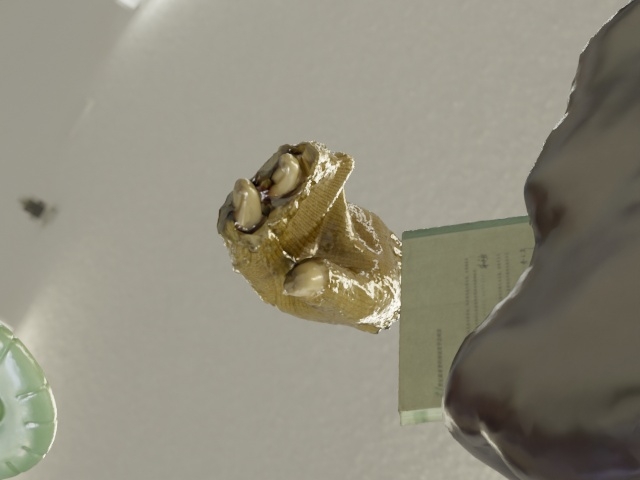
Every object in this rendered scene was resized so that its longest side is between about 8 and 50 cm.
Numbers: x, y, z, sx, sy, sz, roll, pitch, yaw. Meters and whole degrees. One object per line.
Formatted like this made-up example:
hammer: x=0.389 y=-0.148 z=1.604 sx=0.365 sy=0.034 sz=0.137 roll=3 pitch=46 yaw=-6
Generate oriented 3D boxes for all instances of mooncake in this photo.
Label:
mooncake: x=0.260 y=0.011 z=0.790 sx=0.381 sy=0.212 sz=0.351 roll=-55 pitch=-159 yaw=-14

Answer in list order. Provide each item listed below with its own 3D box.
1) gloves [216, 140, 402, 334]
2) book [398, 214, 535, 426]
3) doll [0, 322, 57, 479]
gloves: x=-0.010 y=0.007 z=1.723 sx=0.155 sy=0.356 sz=0.203 roll=-14 pitch=-117 yaw=17
book: x=0.208 y=0.057 z=1.338 sx=0.283 sy=0.025 sz=0.214 roll=-7 pitch=-130 yaw=15
doll: x=-0.365 y=0.098 z=1.200 sx=0.284 sy=0.268 sz=0.216 roll=-19 pitch=-155 yaw=19
